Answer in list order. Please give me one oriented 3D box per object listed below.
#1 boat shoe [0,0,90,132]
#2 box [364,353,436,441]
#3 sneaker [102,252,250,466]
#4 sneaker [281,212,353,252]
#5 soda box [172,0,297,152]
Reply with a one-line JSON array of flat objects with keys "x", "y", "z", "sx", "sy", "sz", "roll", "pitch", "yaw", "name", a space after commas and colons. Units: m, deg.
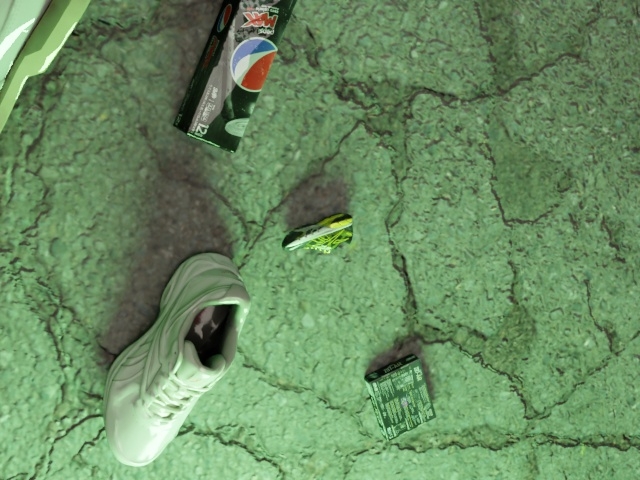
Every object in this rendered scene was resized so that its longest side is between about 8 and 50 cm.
[{"x": -0.295, "y": -0.139, "z": 0.758, "sx": 0.103, "sy": 0.113, "sz": 0.302, "roll": 29, "pitch": 113, "yaw": -27, "name": "boat shoe"}, {"x": 0.093, "y": 0.182, "z": 1.078, "sx": 0.067, "sy": 0.018, "sz": 0.083, "roll": -24, "pitch": 112, "yaw": -14, "name": "box"}, {"x": -0.142, "y": 0.126, "z": 0.916, "sx": 0.090, "sy": 0.115, "sz": 0.232, "roll": 24, "pitch": 95, "yaw": -25, "name": "sneaker"}, {"x": 0.000, "y": 0.000, "z": 0.984, "sx": 0.083, "sy": 0.031, "sz": 0.035, "roll": -20, "pitch": 111, "yaw": -16, "name": "sneaker"}, {"x": -0.080, "y": -0.173, "z": 0.889, "sx": 0.053, "sy": 0.060, "sz": 0.169, "roll": 20, "pitch": 96, "yaw": -26, "name": "soda box"}]
